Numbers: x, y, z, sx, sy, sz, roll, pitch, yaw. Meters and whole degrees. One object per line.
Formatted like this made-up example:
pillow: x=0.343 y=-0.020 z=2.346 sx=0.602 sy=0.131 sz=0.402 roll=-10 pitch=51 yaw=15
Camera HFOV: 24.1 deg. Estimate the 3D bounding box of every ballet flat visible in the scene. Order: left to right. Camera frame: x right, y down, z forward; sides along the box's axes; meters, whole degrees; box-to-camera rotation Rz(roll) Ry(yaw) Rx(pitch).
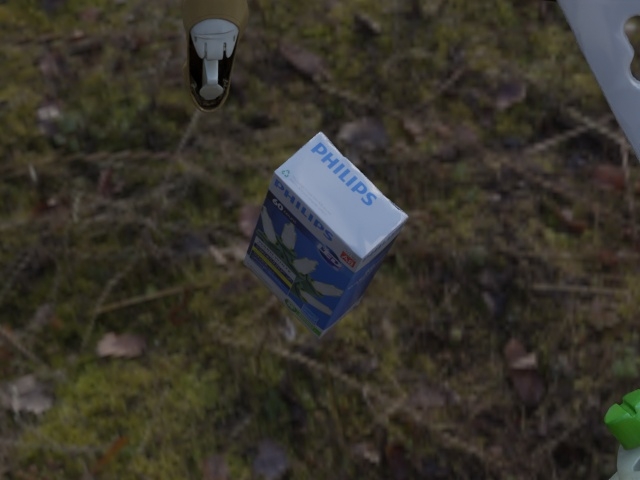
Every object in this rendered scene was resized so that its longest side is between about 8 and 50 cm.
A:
ballet flat: x=-0.126 y=-0.232 z=1.814 sx=0.080 sy=0.232 sz=0.073 roll=-3 pitch=65 yaw=-6

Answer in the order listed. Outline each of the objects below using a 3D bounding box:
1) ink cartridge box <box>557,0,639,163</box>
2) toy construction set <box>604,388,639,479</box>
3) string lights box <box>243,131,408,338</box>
ink cartridge box: x=0.320 y=-0.183 z=0.870 sx=0.353 sy=0.207 sz=0.119 roll=-23 pitch=28 yaw=19
toy construction set: x=0.122 y=0.189 z=0.736 sx=0.327 sy=0.151 sz=0.215 roll=-26 pitch=4 yaw=-16
string lights box: x=0.000 y=0.000 z=1.659 sx=0.133 sy=0.260 sz=0.077 roll=45 pitch=67 yaw=9
